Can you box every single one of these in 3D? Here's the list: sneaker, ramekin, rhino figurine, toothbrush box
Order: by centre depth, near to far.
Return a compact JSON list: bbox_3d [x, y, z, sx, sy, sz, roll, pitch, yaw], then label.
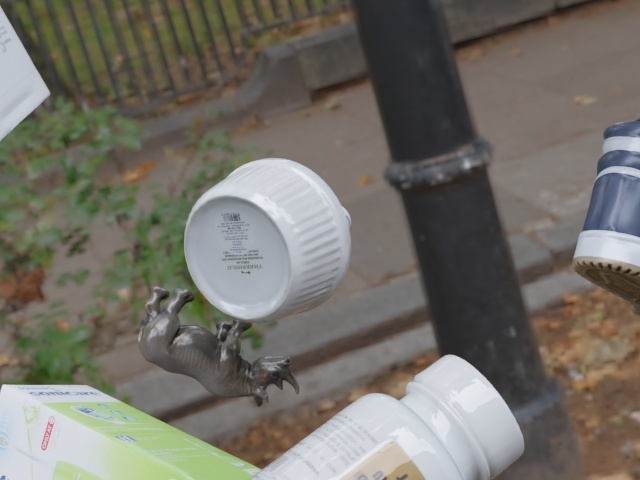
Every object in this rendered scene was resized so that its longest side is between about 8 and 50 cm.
[{"bbox_3d":[0.314,-0.013,1.210,0.099,0.153,0.282,5,-12,34],"label":"sneaker"},{"bbox_3d":[-0.196,0.278,1.313,0.283,0.206,0.122,20,6,37],"label":"toothbrush box"},{"bbox_3d":[-0.076,0.007,1.743,0.207,0.207,0.109,-4,14,34],"label":"ramekin"},{"bbox_3d":[-0.137,0.156,1.875,0.106,0.243,0.073,-68,12,-24],"label":"rhino figurine"}]

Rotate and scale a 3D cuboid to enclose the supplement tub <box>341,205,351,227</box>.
[{"bbox_3d":[0.000,0.000,1.972,0.071,0.071,0.107,-8,38,25],"label":"supplement tub"}]

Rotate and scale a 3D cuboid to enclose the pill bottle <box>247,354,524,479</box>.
[{"bbox_3d":[0.043,0.196,1.089,0.229,0.131,0.131,-35,22,-16],"label":"pill bottle"}]

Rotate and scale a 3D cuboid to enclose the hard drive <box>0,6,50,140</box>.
[{"bbox_3d":[-0.411,-0.269,1.413,0.047,0.353,0.233,-24,16,14],"label":"hard drive"}]
